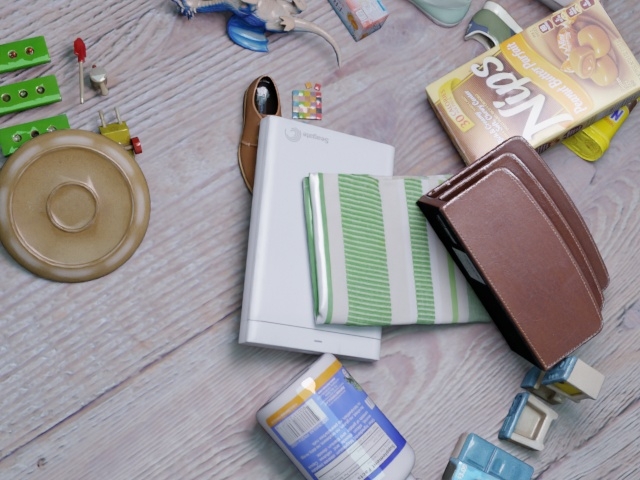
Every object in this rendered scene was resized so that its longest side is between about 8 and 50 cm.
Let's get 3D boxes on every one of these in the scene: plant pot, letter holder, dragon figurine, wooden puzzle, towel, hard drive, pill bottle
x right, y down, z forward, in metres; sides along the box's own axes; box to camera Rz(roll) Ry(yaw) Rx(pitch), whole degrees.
[{"bbox_3d":[-0.374,-0.051,1.526,0.236,0.032,0.236,-1,95,-14],"label":"plant pot"},{"bbox_3d":[0.330,0.008,1.565,0.214,0.152,0.301,-34,100,-3],"label":"letter holder"},{"bbox_3d":[-0.100,-0.369,1.666,0.289,0.144,0.085,24,71,-25],"label":"dragon figurine"},{"bbox_3d":[-0.022,-0.227,1.690,0.049,0.006,0.083,2,77,-11],"label":"wooden puzzle"},{"bbox_3d":[0.126,0.013,1.601,0.325,0.038,0.247,0,80,-30],"label":"towel"},{"bbox_3d":[0.000,0.000,1.583,0.233,0.047,0.353,11,76,-27],"label":"hard drive"},{"bbox_3d":[0.044,0.314,1.500,0.152,0.152,0.272,-40,88,-17],"label":"pill bottle"}]

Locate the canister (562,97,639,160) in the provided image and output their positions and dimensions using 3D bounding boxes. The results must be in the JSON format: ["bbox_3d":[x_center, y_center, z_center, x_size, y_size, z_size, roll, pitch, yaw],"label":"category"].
[{"bbox_3d":[0.480,-0.242,1.763,0.126,0.073,0.170,39,71,1],"label":"canister"}]

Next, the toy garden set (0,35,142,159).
[{"bbox_3d":[-0.406,-0.202,1.587,0.204,0.049,0.244,-16,80,-13],"label":"toy garden set"}]

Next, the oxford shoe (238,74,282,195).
[{"bbox_3d":[-0.092,-0.165,1.627,0.076,0.076,0.212,-3,79,-14],"label":"oxford shoe"}]

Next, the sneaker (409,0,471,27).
[{"bbox_3d":[0.155,-0.474,1.710,0.256,0.151,0.094,31,74,-2],"label":"sneaker"}]

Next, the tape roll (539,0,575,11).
[{"bbox_3d":[0.420,-0.532,1.729,0.169,0.246,0.246,34,73,-2],"label":"tape roll"}]

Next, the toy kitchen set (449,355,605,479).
[{"bbox_3d":[0.317,0.276,1.556,0.122,0.166,0.207,30,73,-4],"label":"toy kitchen set"}]

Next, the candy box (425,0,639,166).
[{"bbox_3d":[0.355,-0.247,1.671,0.316,0.087,0.183,-30,78,4],"label":"candy box"}]

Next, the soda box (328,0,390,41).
[{"bbox_3d":[0.041,-0.435,1.723,0.058,0.063,0.183,-32,85,-17],"label":"soda box"}]

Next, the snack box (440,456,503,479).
[{"bbox_3d":[0.217,0.512,1.514,0.187,0.060,0.321,26,82,-4],"label":"snack box"}]

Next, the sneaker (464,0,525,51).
[{"bbox_3d":[0.333,-0.325,1.761,0.192,0.064,0.086,43,80,1],"label":"sneaker"}]
